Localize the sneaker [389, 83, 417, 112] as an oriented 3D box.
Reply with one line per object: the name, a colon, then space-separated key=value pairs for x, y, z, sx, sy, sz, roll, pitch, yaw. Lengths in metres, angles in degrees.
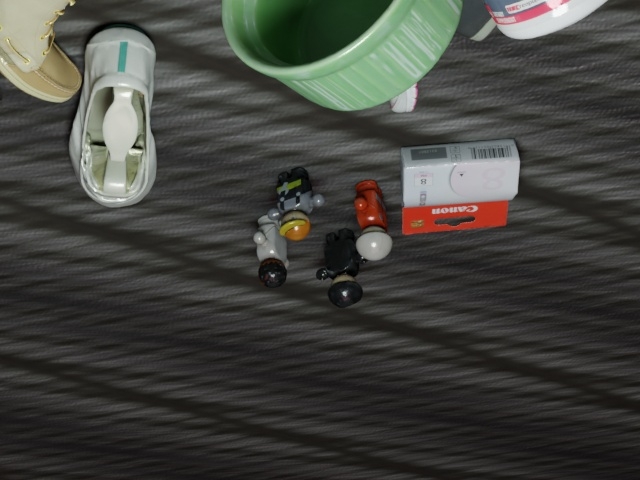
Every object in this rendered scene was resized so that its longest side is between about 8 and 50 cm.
sneaker: x=0.075 y=-0.281 z=2.021 sx=0.111 sy=0.103 sz=0.252 roll=-10 pitch=136 yaw=14

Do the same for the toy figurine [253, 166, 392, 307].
toy figurine: x=0.000 y=0.000 z=2.328 sx=0.210 sy=0.148 sz=0.213 roll=11 pitch=140 yaw=-19

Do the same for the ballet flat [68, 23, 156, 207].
ballet flat: x=-0.312 y=-0.147 z=2.122 sx=0.139 sy=0.139 sz=0.400 roll=3 pitch=142 yaw=-9

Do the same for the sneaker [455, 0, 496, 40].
sneaker: x=0.213 y=-0.364 z=1.928 sx=0.118 sy=0.083 sz=0.222 roll=12 pitch=141 yaw=-19

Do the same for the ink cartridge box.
ink cartridge box: x=0.229 y=-0.071 z=2.336 sx=0.189 sy=0.066 sz=0.232 roll=-5 pitch=138 yaw=0

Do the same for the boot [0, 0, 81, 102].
boot: x=-0.370 y=-0.312 z=1.936 sx=0.203 sy=0.095 sz=0.262 roll=-25 pitch=133 yaw=23

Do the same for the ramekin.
ramekin: x=0.036 y=-0.315 z=1.810 sx=0.303 sy=0.303 sz=0.148 roll=-24 pitch=145 yaw=24

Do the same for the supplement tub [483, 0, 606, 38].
supplement tub: x=0.246 y=-0.404 z=1.727 sx=0.191 sy=0.191 sz=0.272 roll=-25 pitch=111 yaw=25

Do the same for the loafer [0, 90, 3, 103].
loafer: x=-0.531 y=-0.242 z=2.037 sx=0.170 sy=0.062 sz=0.061 roll=25 pitch=129 yaw=-35
